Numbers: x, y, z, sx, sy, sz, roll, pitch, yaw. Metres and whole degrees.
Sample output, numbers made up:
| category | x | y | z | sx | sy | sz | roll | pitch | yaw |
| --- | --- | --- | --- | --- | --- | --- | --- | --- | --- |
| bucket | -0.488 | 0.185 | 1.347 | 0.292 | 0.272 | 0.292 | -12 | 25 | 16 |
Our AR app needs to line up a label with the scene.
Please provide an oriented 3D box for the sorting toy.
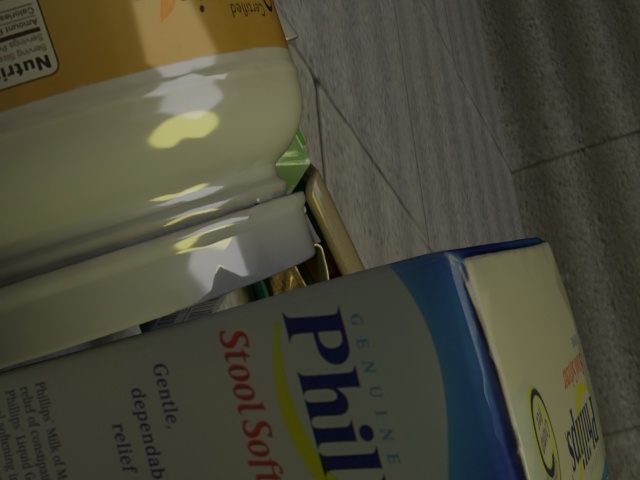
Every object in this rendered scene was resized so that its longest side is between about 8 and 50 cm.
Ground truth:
| category | x | y | z | sx | sy | sz | roll | pitch | yaw |
| --- | --- | --- | --- | --- | --- | --- | --- | --- | --- |
| sorting toy | 0.000 | 0.000 | 1.115 | 0.347 | 0.047 | 0.196 | 64 | -1 | -22 |

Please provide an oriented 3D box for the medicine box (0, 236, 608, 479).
| category | x | y | z | sx | sy | sz | roll | pitch | yaw |
| --- | --- | --- | --- | --- | --- | --- | --- | --- | --- |
| medicine box | -0.022 | 0.106 | 0.596 | 0.263 | 0.289 | 0.149 | -5 | 78 | -72 |

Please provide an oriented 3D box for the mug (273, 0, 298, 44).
| category | x | y | z | sx | sy | sz | roll | pitch | yaw |
| --- | --- | --- | --- | --- | --- | --- | --- | --- | --- |
| mug | -0.064 | -0.209 | 1.154 | 0.064 | 0.062 | 0.078 | 63 | 12 | -4 |

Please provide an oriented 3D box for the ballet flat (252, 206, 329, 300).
| category | x | y | z | sx | sy | sz | roll | pitch | yaw |
| --- | --- | --- | --- | --- | --- | --- | --- | --- | --- |
| ballet flat | -0.037 | 0.003 | 1.005 | 0.073 | 0.067 | 0.206 | 33 | -33 | 63 |

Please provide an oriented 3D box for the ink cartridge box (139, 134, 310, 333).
| category | x | y | z | sx | sy | sz | roll | pitch | yaw |
| --- | --- | --- | --- | --- | --- | --- | --- | --- | --- |
| ink cartridge box | -0.102 | -0.084 | 0.758 | 0.056 | 0.171 | 0.235 | -7 | 57 | -34 |

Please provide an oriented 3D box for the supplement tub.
| category | x | y | z | sx | sy | sz | roll | pitch | yaw |
| --- | --- | --- | --- | --- | --- | --- | --- | --- | --- |
| supplement tub | -0.140 | -0.113 | 0.546 | 0.228 | 0.228 | 0.316 | -28 | 100 | -72 |
